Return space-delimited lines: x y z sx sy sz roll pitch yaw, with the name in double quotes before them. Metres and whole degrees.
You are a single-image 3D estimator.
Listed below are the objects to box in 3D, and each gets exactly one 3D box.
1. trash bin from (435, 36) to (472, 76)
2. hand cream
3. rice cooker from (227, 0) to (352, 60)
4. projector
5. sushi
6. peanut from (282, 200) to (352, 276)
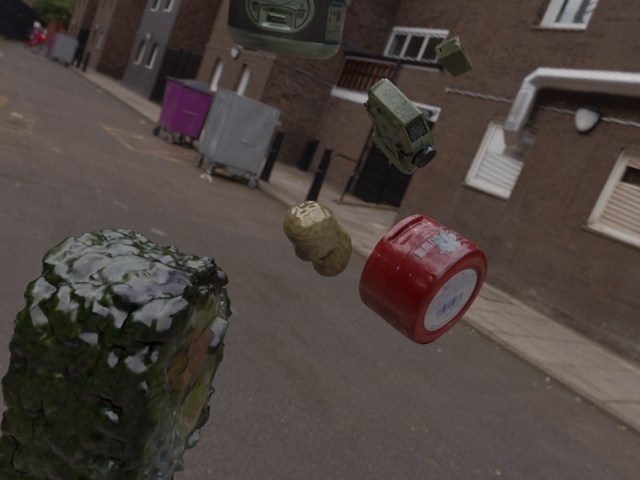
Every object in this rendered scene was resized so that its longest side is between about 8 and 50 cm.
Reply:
"trash bin" 0.331 -0.451 1.317 0.061 0.043 0.092 -17 -26 31
"hand cream" 0.199 0.076 1.026 0.149 0.230 0.230 40 18 34
"rice cooker" -0.067 -0.564 1.209 0.288 0.277 0.288 10 22 -4
"projector" 0.205 -0.267 1.356 0.193 0.088 0.269 51 -1 22
"sushi" -0.228 0.163 0.658 0.178 0.351 0.294 16 18 6
"peanut" 0.001 0.001 1.007 0.086 0.104 0.228 36 -5 33
